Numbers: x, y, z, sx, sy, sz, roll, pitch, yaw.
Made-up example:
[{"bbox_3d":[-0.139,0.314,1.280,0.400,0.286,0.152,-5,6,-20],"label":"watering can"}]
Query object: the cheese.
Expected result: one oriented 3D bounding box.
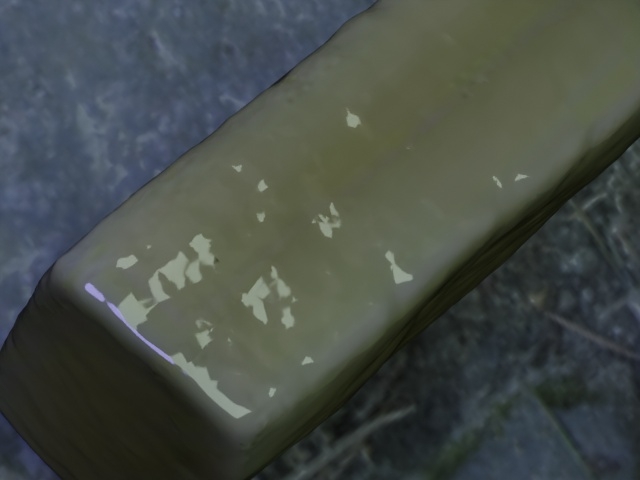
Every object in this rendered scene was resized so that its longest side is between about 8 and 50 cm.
[{"bbox_3d":[0.000,0.000,0.830,0.265,0.242,0.124,-40,84,-23],"label":"cheese"}]
